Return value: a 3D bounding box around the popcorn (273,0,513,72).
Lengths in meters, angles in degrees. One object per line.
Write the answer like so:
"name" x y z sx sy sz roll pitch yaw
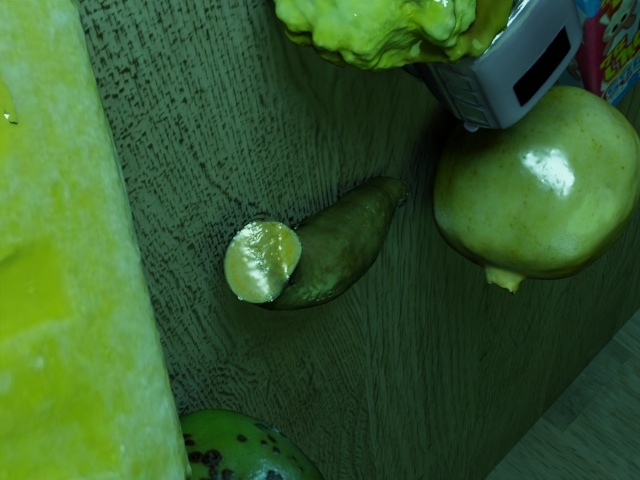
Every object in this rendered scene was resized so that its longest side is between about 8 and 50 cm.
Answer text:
"popcorn" 0.054 -0.205 0.913 0.197 0.155 0.197 -27 144 -22

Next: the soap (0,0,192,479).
"soap" -0.210 -0.001 0.494 0.293 0.156 0.335 -18 97 -53

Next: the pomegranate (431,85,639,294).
"pomegranate" 0.230 -0.062 1.388 0.233 0.233 0.233 -41 156 -23

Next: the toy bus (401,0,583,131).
"toy bus" 0.133 -0.188 1.095 0.142 0.142 0.202 -52 158 -1

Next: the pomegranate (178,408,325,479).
"pomegranate" -0.135 0.293 1.247 0.291 0.323 0.291 -11 111 -31

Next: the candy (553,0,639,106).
"candy" 0.301 -0.259 1.368 0.157 0.100 0.306 -49 159 -7

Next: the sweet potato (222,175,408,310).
"sweet potato" 0.006 0.004 1.220 0.286 0.085 0.112 -24 141 -49
